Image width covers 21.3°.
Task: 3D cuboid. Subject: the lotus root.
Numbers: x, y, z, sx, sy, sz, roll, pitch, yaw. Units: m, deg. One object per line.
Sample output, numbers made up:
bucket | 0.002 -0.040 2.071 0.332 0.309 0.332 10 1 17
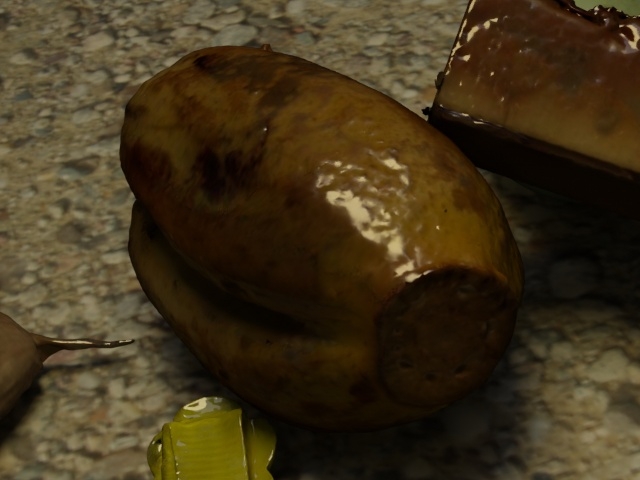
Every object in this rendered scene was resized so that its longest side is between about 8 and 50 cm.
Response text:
lotus root | -0.007 0.006 0.929 0.193 0.193 0.291 -31 35 -24

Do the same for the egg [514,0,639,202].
egg | 0.159 -0.102 1.054 0.149 0.149 0.192 -15 27 -5

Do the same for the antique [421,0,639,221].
antique | 0.212 -0.053 0.912 0.310 0.087 0.093 18 81 3

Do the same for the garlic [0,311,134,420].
garlic | -0.214 0.093 0.972 0.128 0.090 0.198 23 40 18

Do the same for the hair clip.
hair clip | -0.055 0.145 0.869 0.072 0.046 0.173 -8 37 0
